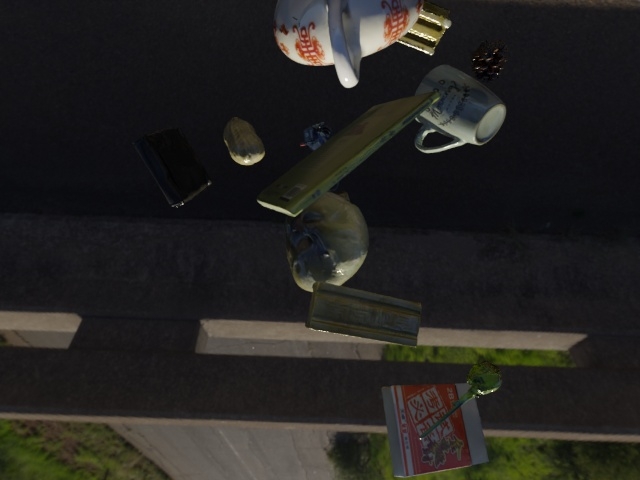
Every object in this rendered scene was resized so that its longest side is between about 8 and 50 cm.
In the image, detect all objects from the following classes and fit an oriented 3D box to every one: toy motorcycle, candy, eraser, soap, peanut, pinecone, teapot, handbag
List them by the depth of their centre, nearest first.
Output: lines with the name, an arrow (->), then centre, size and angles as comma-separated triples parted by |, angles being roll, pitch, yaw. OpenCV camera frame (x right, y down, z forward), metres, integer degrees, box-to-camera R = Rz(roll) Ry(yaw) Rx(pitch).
teapot -> 0.025, -0.236, 0.420 | 0.159, 0.246, 0.116 | 4, 137, 11
candy -> 0.159, 0.186, 0.466 | 0.123, 0.035, 0.035 | -41, 172, -7
soap -> 0.095, 0.151, 0.814 | 0.251, 0.092, 0.037 | 15, 169, -21
eraser -> 0.234, 0.374, 0.820 | 0.230, 0.158, 0.038 | 9, 151, -29
pinecone -> 0.455, -0.487, 1.099 | 0.102, 0.103, 0.109 | -8, 146, 7
toy motorcycle -> -0.012, -0.263, 1.314 | 0.150, 0.222, 0.102 | -7, -179, 35
handbag -> -0.480, -0.253, 1.344 | 0.080, 0.223, 0.247 | -22, 107, 19
soap -> 0.314, -0.750, 1.388 | 0.233, 0.076, 0.135 | 16, 145, -11
peanut -> -0.334, -0.423, 1.740 | 0.152, 0.313, 0.152 | -18, 138, -18

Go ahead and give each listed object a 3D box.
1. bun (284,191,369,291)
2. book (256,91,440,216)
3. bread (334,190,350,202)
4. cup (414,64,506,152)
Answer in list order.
bun -> -0.004, -0.001, 1.077 | 0.168, 0.273, 0.273 | 8, 140, -46
book -> 0.039, -0.169, 0.793 | 0.352, 0.239, 0.035 | -39, 111, -10
bread -> 0.049, -0.126, 1.282 | 0.083, 0.036, 0.047 | -14, 89, 23
cup -> 0.408, -0.372, 1.249 | 0.186, 0.234, 0.258 | 7, 123, -47
